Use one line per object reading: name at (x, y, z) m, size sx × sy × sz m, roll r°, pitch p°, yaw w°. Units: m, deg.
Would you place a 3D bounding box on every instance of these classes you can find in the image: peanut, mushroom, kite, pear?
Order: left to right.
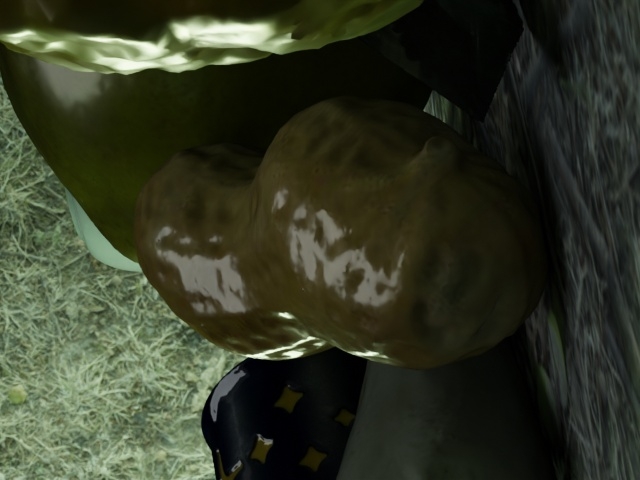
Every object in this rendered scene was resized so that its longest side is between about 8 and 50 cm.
kite at (-0.050, -0.161, 0.690) m, size 0.015 × 0.310 × 0.169 m, roll -48°, pitch 15°, yaw 32°
pear at (-0.055, -0.141, 1.022) m, size 0.269 × 0.269 × 0.321 m, roll -107°, pitch 17°, yaw -80°
peanut at (0.000, 0.000, 0.833) m, size 0.263 × 0.101 × 0.117 m, roll -7°, pitch 80°, yaw 56°
mushroom at (0.054, 0.081, 0.889) m, size 0.270 × 0.103 × 0.118 m, roll -93°, pitch -2°, yaw -47°

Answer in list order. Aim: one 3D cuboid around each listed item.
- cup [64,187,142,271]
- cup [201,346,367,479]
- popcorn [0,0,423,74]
cup at (-0.089, -0.144, 1.620) m, size 0.259 × 0.274 × 0.356 m, roll 83°, pitch 176°, yaw -49°
cup at (0.021, 0.234, 1.210) m, size 0.255 × 0.178 × 0.256 m, roll 108°, pitch 157°, yaw -49°
popcorn at (-0.051, -0.174, 0.493) m, size 0.247 × 0.282 × 0.282 m, roll -132°, pitch 32°, yaw -83°
